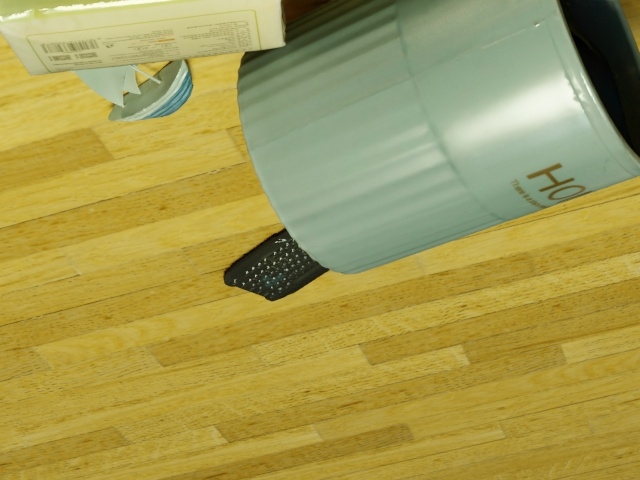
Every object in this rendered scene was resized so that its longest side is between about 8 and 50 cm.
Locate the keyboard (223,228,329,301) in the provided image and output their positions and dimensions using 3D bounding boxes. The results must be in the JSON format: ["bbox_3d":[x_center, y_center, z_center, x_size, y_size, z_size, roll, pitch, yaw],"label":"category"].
[{"bbox_3d":[0.000,0.000,1.728,0.106,0.016,0.262,24,136,-37],"label":"keyboard"}]

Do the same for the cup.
[{"bbox_3d":[0.120,-0.145,1.374,0.311,0.331,0.256,-21,110,24],"label":"cup"}]

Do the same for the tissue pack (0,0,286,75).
[{"bbox_3d":[-0.151,-0.221,1.244,0.234,0.125,0.159,-7,169,0],"label":"tissue pack"}]

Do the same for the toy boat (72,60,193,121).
[{"bbox_3d":[-0.198,-0.152,1.448,0.149,0.034,0.105,9,141,-23],"label":"toy boat"}]
